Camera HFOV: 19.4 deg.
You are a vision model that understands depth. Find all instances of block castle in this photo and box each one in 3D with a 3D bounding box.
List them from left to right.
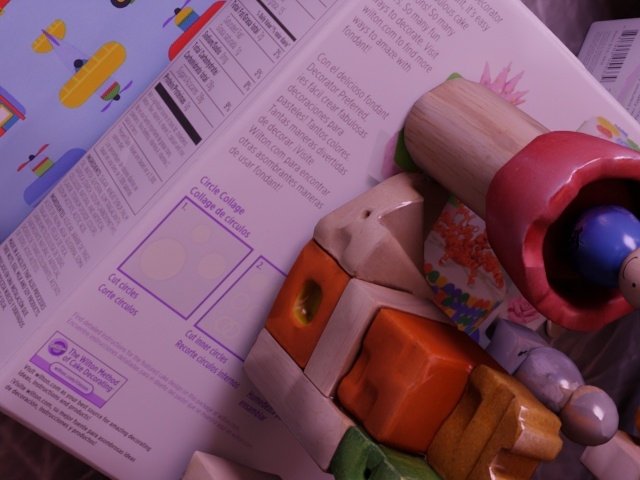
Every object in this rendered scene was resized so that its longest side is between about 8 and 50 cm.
[{"bbox_3d":[0.110,0.169,0.952,0.303,0.213,0.453,19,105,-31],"label":"block castle"}]

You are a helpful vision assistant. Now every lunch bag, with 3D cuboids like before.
[{"bbox_3d":[-0.108,-0.085,1.043,0.221,0.138,0.293,43,85,-26],"label":"lunch bag"}]

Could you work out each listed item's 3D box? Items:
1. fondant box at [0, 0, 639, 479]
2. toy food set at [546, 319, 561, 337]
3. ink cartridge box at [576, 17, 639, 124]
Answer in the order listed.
[{"bbox_3d":[0.000,0.000,1.012,0.330,0.096,0.238,-46,126,7],"label":"fondant box"},{"bbox_3d":[0.110,0.029,1.201,0.122,0.019,0.078,9,90,-25],"label":"toy food set"},{"bbox_3d":[0.216,-0.068,1.157,0.072,0.175,0.127,28,82,-23],"label":"ink cartridge box"}]
